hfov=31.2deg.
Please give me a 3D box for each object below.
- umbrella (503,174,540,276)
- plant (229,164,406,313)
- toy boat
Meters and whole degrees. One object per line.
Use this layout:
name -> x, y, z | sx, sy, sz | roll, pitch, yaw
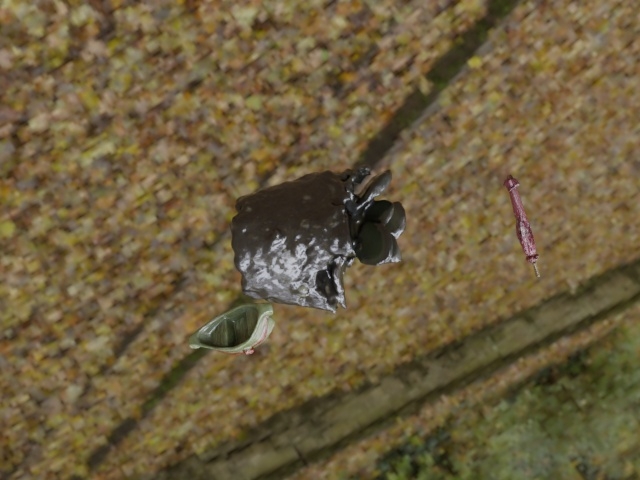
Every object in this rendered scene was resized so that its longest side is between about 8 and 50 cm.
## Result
umbrella -> 0.311, -0.021, 1.762 | 0.025, 0.165, 0.027 | -17, -172, 3
plant -> 0.000, 0.000, 1.837 | 0.276, 0.199, 0.188 | -8, 130, 9
toy boat -> -0.137, 0.149, 1.934 | 0.185, 0.089, 0.071 | -26, 151, 32
